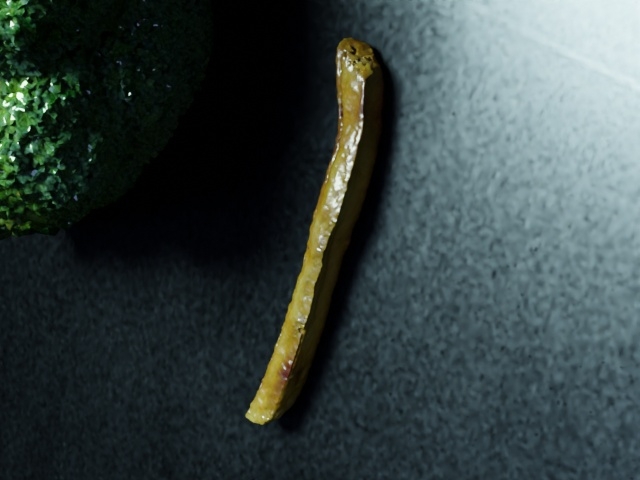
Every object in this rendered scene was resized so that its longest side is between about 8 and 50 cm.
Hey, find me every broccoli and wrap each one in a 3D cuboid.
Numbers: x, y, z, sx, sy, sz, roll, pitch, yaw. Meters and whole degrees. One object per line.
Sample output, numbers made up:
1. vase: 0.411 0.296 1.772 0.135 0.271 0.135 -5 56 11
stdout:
1. broccoli: -0.187 -0.115 0.904 0.269 0.269 0.254 -56 21 26

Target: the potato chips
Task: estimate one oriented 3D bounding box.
1. potato chips: 0.000 0.000 0.886 0.037 0.026 0.204 25 107 41
